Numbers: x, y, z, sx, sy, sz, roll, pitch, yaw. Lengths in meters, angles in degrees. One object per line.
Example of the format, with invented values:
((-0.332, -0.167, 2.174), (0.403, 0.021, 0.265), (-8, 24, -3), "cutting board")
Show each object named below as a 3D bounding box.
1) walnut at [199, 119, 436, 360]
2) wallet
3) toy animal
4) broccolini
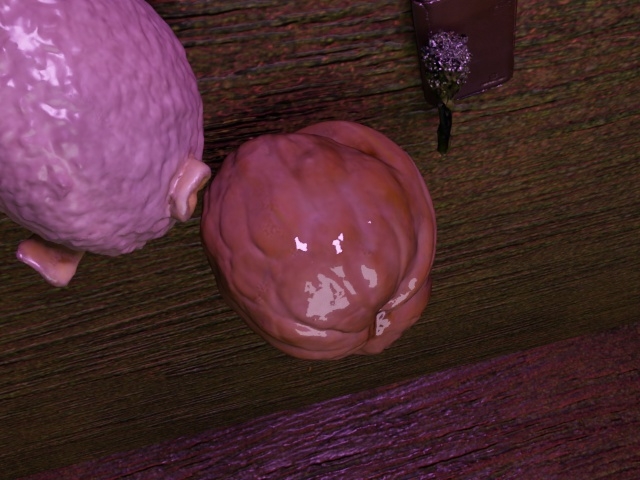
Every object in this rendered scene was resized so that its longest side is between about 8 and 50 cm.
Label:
((0.000, 0.000, 0.957), (0.285, 0.285, 0.296), (-30, 164, 27), "walnut")
((0.156, -0.218, 0.878), (0.110, 0.031, 0.198), (-18, 155, 4), "wallet")
((-0.197, -0.108, 0.661), (0.188, 0.226, 0.358), (-21, 155, 8), "toy animal")
((0.144, -0.154, 0.920), (0.054, 0.051, 0.239), (-60, 162, -14), "broccolini")
